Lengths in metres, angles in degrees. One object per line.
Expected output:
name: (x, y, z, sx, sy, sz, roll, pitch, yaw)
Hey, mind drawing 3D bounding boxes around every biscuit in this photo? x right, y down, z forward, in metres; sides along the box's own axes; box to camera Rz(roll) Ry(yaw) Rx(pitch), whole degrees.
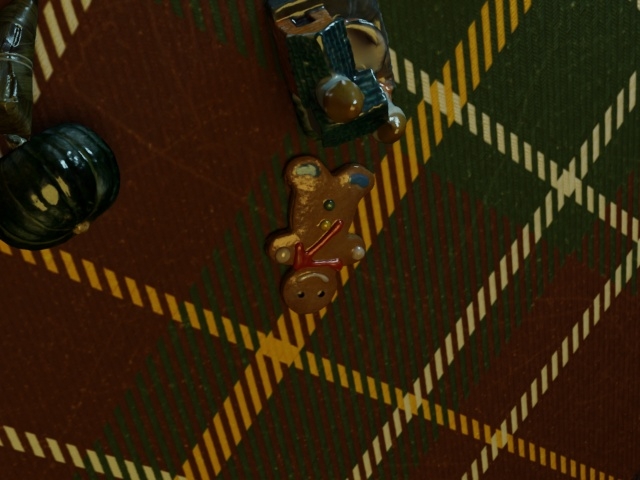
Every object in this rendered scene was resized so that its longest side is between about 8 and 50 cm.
biscuit: (0.000, 0.001, 1.522, 0.205, 0.049, 0.324, 6, 114, -24)

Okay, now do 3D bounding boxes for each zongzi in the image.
zongzi: (-0.533, -0.258, 1.169, 0.248, 0.241, 0.111, -5, 157, 7)

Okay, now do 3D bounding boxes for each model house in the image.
model house: (0.051, -0.261, 1.274, 0.190, 0.301, 0.271, -18, 120, -4)

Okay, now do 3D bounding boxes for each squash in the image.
squash: (-0.413, -0.084, 1.224, 0.218, 0.172, 0.218, -30, 166, -8)
